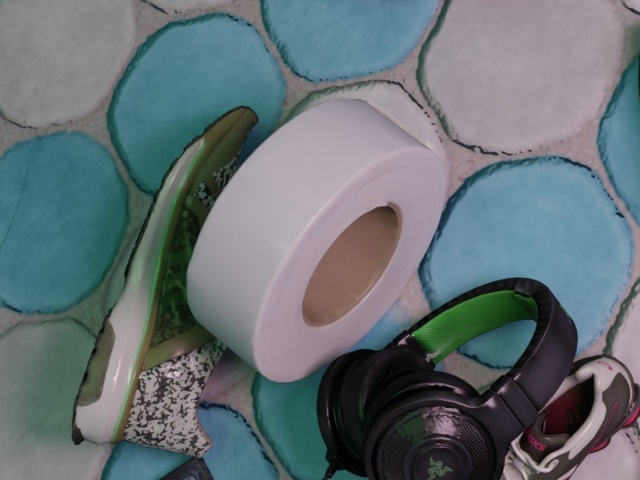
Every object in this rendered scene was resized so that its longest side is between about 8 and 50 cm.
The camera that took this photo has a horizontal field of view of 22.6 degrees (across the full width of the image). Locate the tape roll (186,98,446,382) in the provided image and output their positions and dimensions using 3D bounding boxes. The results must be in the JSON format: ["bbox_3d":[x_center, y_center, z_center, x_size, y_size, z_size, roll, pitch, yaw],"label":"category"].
[{"bbox_3d":[0.000,0.000,1.611,0.100,0.286,0.286,37,93,26],"label":"tape roll"}]

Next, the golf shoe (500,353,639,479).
[{"bbox_3d":[0.198,0.217,1.568,0.105,0.120,0.273,40,96,24],"label":"golf shoe"}]

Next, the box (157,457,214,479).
[{"bbox_3d":[-0.140,0.287,1.747,0.067,0.018,0.083,-34,67,13],"label":"box"}]

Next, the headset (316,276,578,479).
[{"bbox_3d":[0.095,0.203,1.556,0.394,0.243,0.185,-40,109,-11],"label":"headset"}]

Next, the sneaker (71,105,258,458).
[{"bbox_3d":[-0.126,0.055,1.760,0.182,0.158,0.410,22,84,-6],"label":"sneaker"}]

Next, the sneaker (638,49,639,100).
[{"bbox_3d":[0.389,-0.124,1.601,0.118,0.083,0.222,-9,67,1],"label":"sneaker"}]
